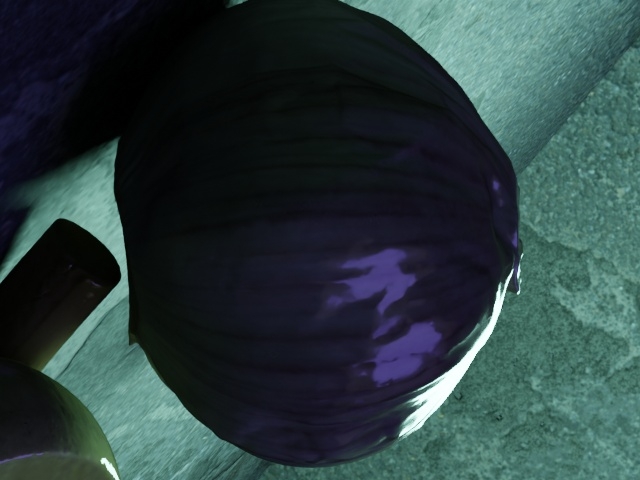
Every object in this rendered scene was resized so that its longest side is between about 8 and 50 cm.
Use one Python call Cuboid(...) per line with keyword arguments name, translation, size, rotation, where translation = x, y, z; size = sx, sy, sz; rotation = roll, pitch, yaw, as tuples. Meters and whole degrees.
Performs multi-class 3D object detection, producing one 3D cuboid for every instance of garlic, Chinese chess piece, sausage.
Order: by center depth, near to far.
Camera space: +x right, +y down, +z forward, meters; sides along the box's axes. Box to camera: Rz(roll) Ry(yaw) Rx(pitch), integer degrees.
Cuboid(name="Chinese chess piece", translation=(-0.246, 0.182, 1.134), size=(0.251, 0.097, 0.250), rotation=(-28, 148, -19))
Cuboid(name="garlic", translation=(0.000, 0.000, 1.163), size=(0.317, 0.260, 0.317), rotation=(0, 90, -83))
Cuboid(name="sausage", translation=(-0.237, 0.111, 1.207), size=(0.301, 0.066, 0.066), rotation=(-50, 170, 18))
